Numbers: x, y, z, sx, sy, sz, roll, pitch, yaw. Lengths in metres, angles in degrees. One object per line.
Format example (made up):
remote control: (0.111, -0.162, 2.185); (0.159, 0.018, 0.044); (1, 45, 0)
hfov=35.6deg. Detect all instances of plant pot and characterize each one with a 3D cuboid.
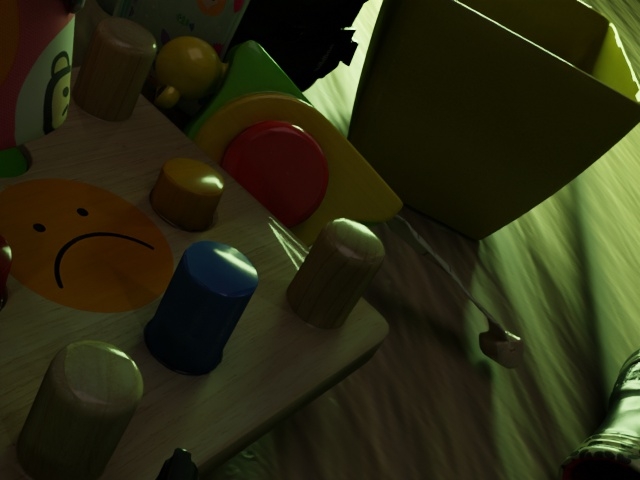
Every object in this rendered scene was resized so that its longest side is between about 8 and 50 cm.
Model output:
plant pot: (0.129, -0.130, 0.873); (0.212, 0.187, 0.212); (26, 30, -10)

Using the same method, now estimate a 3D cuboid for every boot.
boot: (0.281, 0.181, 0.668); (0.236, 0.085, 0.178); (37, 32, 20)

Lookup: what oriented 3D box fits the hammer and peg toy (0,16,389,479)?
hammer and peg toy: (-0.146, 0.030, 0.455); (0.266, 0.127, 0.361); (42, 35, 16)

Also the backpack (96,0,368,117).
backpack: (-0.062, -0.209, 0.775); (0.191, 0.225, 0.253); (31, 27, 3)

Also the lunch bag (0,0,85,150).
lunch bag: (-0.226, -0.127, 0.396); (0.258, 0.120, 0.293); (-14, 41, -40)

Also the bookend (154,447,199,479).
bookend: (-0.016, 0.172, 0.338); (0.156, 0.157, 0.072); (25, 32, -11)

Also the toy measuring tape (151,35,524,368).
toy measuring tape: (0.000, 0.000, 0.680); (0.330, 0.121, 0.121); (47, 27, -16)
